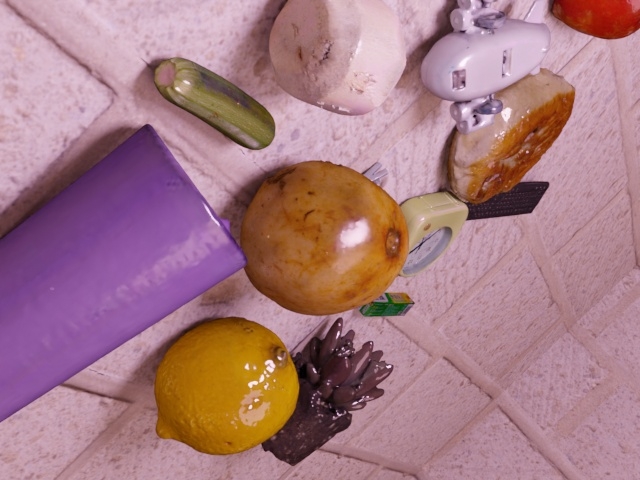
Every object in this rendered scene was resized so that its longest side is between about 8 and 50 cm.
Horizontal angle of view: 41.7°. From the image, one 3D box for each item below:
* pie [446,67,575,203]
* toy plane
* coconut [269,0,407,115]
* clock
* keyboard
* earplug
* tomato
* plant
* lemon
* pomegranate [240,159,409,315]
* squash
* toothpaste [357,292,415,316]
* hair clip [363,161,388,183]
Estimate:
[{"bbox_3d":[0.370,-0.194,1.649,0.315,0.092,0.315,-32,151,-21],"label":"pie"},{"bbox_3d":[0.266,-0.298,1.341,0.267,0.122,0.267,-21,126,-32],"label":"toy plane"},{"bbox_3d":[0.031,-0.240,1.080,0.183,0.171,0.171,10,123,-46],"label":"coconut"},{"bbox_3d":[0.193,0.008,1.718,0.170,0.069,0.232,-13,141,-43],"label":"clock"},{"bbox_3d":[0.448,-0.096,1.922,0.381,0.041,0.103,-13,140,-42],"label":"keyboard"},{"bbox_3d":[-0.327,0.070,1.030,0.456,0.215,0.215,-36,151,-4],"label":"earplug"},{"bbox_3d":[0.522,-0.434,1.458,0.233,0.139,0.200,-14,147,-42],"label":"tomato"},{"bbox_3d":[-0.005,0.314,1.773,0.321,0.181,0.194,-47,146,4],"label":"plant"},{"bbox_3d":[-0.167,0.249,1.436,0.253,0.228,0.228,-20,149,-3],"label":"lemon"},{"bbox_3d":[0.000,0.000,1.296,0.260,0.260,0.260,-31,149,-21],"label":"pomegranate"},{"bbox_3d":[-0.128,-0.173,1.078,0.066,0.066,0.229,-48,151,10],"label":"squash"},{"bbox_3d":[0.147,0.142,1.875,0.178,0.037,0.043,6,129,-54],"label":"toothpaste"},{"bbox_3d":[0.065,-0.091,1.465,0.115,0.030,0.039,-32,151,-18],"label":"hair clip"}]
